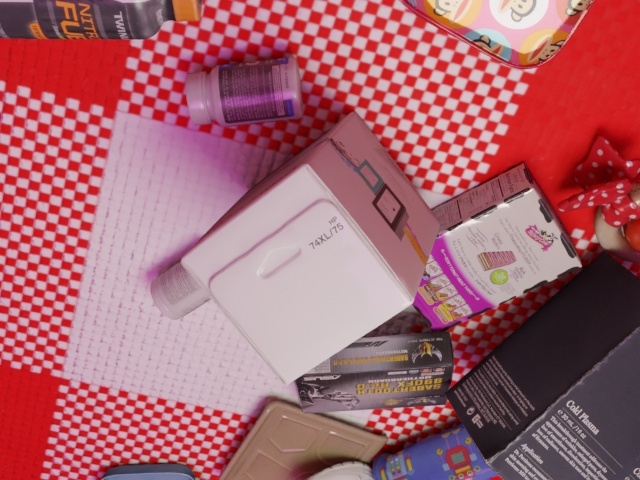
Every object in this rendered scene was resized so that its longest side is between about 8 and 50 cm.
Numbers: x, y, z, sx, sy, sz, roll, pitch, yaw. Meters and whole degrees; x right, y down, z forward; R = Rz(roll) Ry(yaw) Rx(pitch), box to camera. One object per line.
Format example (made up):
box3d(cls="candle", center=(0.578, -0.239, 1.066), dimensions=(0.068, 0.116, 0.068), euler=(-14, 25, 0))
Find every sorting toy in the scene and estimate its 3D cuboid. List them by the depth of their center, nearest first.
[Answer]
box3d(cls="sorting toy", center=(-0.053, 0.397, 1.638), dimensions=(0.229, 0.041, 0.307), euler=(20, 124, -20))

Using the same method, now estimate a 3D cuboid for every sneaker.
box3d(cls="sneaker", center=(0.083, 0.461, 1.601), dimensions=(0.297, 0.129, 0.111), euler=(28, 120, -33))

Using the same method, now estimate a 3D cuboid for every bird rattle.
box3d(cls="bird rattle", center=(0.446, -0.029, 1.285), dimensions=(0.253, 0.143, 0.207), euler=(-4, 142, 5))

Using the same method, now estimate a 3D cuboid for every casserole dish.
box3d(cls="casserole dish", center=(-0.292, 0.427, 1.653), dimensions=(0.188, 0.037, 0.114), euler=(-2, 126, 1))

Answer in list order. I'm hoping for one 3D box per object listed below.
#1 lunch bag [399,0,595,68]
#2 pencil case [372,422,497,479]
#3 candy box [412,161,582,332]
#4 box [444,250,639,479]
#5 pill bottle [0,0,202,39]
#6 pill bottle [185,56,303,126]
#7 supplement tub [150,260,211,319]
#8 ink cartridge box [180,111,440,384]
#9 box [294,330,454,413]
box3d(cls="lunch bag", center=(0.206, -0.356, 1.041), dimensions=(0.258, 0.120, 0.293), euler=(24, 123, -17))
box3d(cls="pencil case", center=(0.239, 0.351, 1.558), dimensions=(0.306, 0.133, 0.119), euler=(-27, 77, 17))
box3d(cls="candy box", center=(0.221, 0.015, 1.341), dimensions=(0.233, 0.071, 0.159), euler=(-27, 122, 19))
box3d(cls="box", center=(0.415, 0.253, 1.355), dimensions=(0.312, 0.179, 0.343), euler=(-43, 115, 7))
box3d(cls="pill bottle", center=(-0.256, -0.291, 1.075), dimensions=(0.245, 0.130, 0.130), euler=(0, 126, -1))
box3d(cls="pill bottle", center=(-0.093, -0.182, 1.189), dimensions=(0.137, 0.078, 0.078), euler=(-6, 126, 3))
box3d(cls="supplement tub", center=(-0.181, 0.059, 1.367), dimensions=(0.107, 0.071, 0.071), euler=(-31, 121, 20))
box3d(cls="ink cartridge box", center=(0.000, 0.000, 1.174), dimensions=(0.198, 0.270, 0.197), euler=(-35, 98, 23))
box3d(cls="box", center=(0.078, 0.201, 1.438), dimensions=(0.231, 0.056, 0.183), euler=(-3, 152, 1))
